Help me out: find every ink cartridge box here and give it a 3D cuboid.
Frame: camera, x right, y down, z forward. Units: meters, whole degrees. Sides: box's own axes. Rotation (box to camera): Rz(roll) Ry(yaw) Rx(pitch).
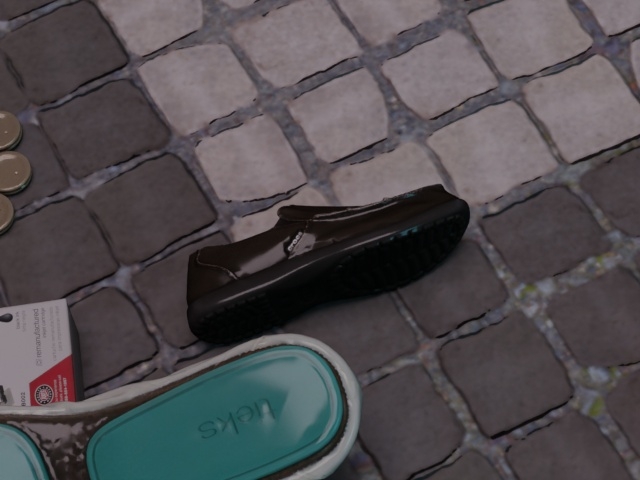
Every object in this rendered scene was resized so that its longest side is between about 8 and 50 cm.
[{"bbox_3d":[-0.238,0.104,1.363,0.135,0.056,0.099,-9,61,-2],"label":"ink cartridge box"}]

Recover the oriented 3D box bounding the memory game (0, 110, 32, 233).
[{"bbox_3d":[-0.313,-0.049,1.481,0.186,0.012,0.186,-1,60,2],"label":"memory game"}]

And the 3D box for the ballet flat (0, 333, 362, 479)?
[{"bbox_3d":[-0.161,0.164,1.283,0.400,0.139,0.139,-17,60,1],"label":"ballet flat"}]

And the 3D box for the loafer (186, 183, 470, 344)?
[{"bbox_3d":[0.000,0.000,1.392,0.220,0.080,0.078,-19,61,-7],"label":"loafer"}]
